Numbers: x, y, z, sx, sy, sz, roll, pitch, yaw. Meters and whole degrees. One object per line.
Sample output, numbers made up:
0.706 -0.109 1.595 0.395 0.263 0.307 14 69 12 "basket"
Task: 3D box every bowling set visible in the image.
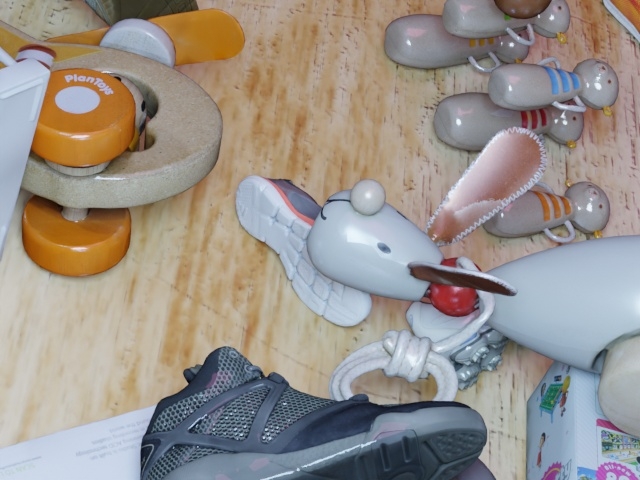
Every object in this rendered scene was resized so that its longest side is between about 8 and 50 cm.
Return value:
0.196 -0.152 1.605 0.154 0.200 0.287 -4 53 -30 "bowling set"

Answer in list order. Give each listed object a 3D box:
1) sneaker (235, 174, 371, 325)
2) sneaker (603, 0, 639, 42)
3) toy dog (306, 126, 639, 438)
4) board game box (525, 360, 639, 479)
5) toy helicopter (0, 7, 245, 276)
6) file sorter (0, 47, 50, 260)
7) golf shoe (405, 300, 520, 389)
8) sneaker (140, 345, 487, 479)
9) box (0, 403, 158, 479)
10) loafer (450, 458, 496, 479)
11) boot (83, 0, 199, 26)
0.000 0.000 1.456 0.065 0.061 0.158 -14 55 -43 "sneaker"
0.353 -0.218 1.835 0.064 0.067 0.175 -23 62 -42 "sneaker"
0.164 0.016 1.314 0.334 0.161 0.220 3 44 -7 "toy dog"
0.267 0.231 1.321 0.224 0.097 0.303 17 43 -9 "board game box"
-0.223 -0.140 1.443 0.355 0.140 0.235 31 47 25 "toy helicopter"
-0.358 -0.049 1.236 0.173 0.193 0.278 40 44 20 "file sorter"
0.145 0.048 1.472 0.176 0.069 0.086 -22 54 -40 "golf shoe"
-0.010 0.119 1.199 0.228 0.087 0.130 -13 49 -7 "sneaker"
-0.108 0.257 1.147 0.232 0.058 0.322 -13 53 -34 "box"
0.092 0.280 1.155 0.130 0.133 0.366 -3 31 -20 "loafer"
-0.201 -0.251 1.559 0.165 0.077 0.213 44 1 43 "boot"
